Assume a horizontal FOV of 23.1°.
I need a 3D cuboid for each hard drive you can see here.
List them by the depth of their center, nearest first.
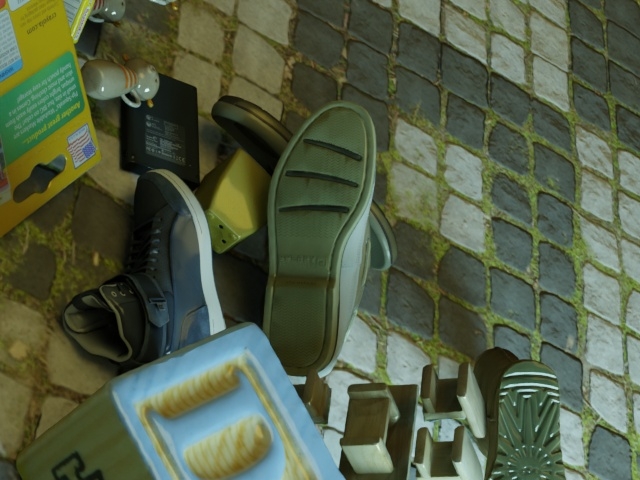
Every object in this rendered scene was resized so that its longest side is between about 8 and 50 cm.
[{"bbox_3d":[-0.179,-0.128,1.753,0.094,0.022,0.135,18,54,-33],"label":"hard drive"}]

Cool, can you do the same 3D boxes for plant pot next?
[{"bbox_3d":[-0.099,-0.035,1.725,0.081,0.081,0.083,44,48,-11],"label":"plant pot"}]

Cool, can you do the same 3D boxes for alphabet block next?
[{"bbox_3d":[-0.129,0.217,1.439,0.192,0.197,0.193,-20,78,-42],"label":"alphabet block"}]

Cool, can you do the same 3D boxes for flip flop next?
[{"bbox_3d":[-0.026,-0.055,1.794,0.277,0.112,0.080,42,69,-16],"label":"flip flop"}]

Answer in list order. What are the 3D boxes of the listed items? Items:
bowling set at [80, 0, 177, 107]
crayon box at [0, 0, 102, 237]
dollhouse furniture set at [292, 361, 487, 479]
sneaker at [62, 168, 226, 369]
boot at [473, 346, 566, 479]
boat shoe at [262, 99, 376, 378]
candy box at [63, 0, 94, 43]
[{"bbox_3d":[-0.213,-0.301,1.684,0.287,0.200,0.154,60,22,8],"label":"bowling set"},{"bbox_3d":[-0.335,-0.182,1.524,0.203,0.083,0.323,-46,133,-48],"label":"crayon box"},{"bbox_3d":[0.059,0.263,1.593,0.161,0.212,0.242,65,27,-47],"label":"dollhouse furniture set"},{"bbox_3d":[-0.191,0.026,1.597,0.163,0.086,0.226,2,64,-44],"label":"sneaker"},{"bbox_3d":[0.210,0.236,1.723,0.089,0.269,0.236,9,86,-1],"label":"boot"},{"bbox_3d":[0.000,0.000,1.710,0.103,0.113,0.302,30,72,-75],"label":"boat shoe"},{"bbox_3d":[-0.320,-0.297,1.622,0.205,0.105,0.027,30,18,12],"label":"candy box"}]
